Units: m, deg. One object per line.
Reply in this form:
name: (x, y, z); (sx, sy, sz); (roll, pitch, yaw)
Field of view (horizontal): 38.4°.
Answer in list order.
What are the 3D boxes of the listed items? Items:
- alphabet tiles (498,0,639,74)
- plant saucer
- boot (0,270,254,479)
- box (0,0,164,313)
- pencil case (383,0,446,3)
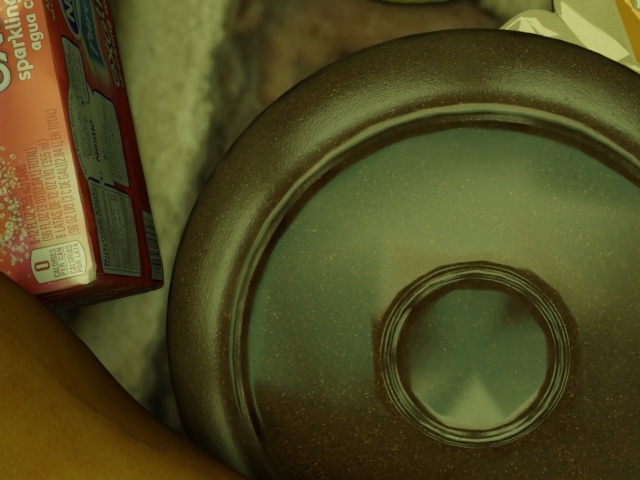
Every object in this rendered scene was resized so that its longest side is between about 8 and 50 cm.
alphabet tiles: (0.226, -0.043, 0.483); (0.284, 0.021, 0.278); (-41, 84, 0)
plant saucer: (0.073, 0.052, 0.446); (0.311, 0.050, 0.310); (0, 96, 5)
boot: (-0.033, 0.118, 0.368); (0.211, 0.295, 0.104); (4, 46, 22)
box: (-0.172, -0.088, 0.459); (0.123, 0.128, 0.256); (-12, 86, 3)
pencil case: (0.025, -0.196, 0.385); (0.114, 0.273, 0.124); (-23, 78, 8)
